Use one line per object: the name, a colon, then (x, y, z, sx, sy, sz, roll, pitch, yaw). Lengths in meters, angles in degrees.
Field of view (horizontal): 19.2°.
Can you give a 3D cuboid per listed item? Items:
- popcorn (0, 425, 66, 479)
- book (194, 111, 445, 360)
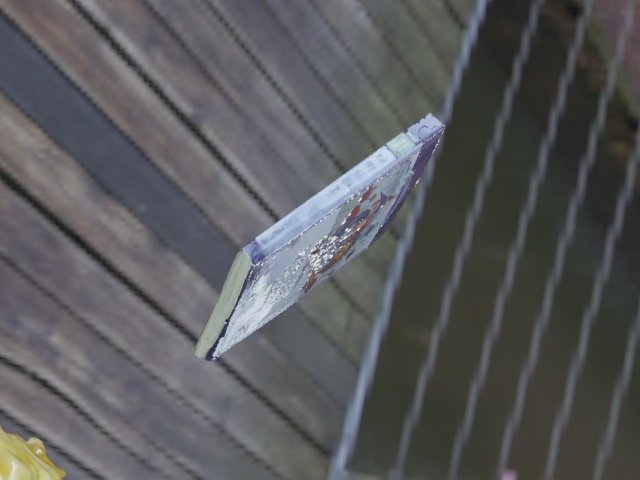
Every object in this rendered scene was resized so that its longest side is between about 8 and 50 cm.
popcorn: (-0.371, 0.271, 1.561, 0.381, 0.349, 0.349, 48, 51, -22)
book: (0.001, 0.001, 1.534, 0.231, 0.026, 0.157, -36, 164, -35)
